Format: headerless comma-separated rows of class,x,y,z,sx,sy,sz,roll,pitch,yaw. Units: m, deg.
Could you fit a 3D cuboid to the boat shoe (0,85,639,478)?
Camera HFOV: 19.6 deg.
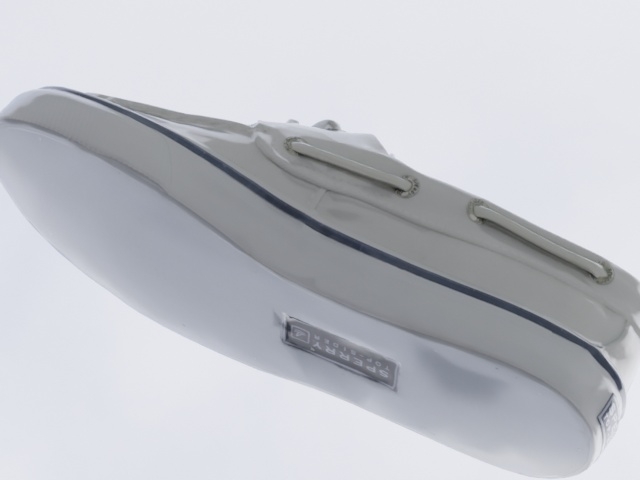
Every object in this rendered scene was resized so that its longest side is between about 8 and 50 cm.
boat shoe,0.000,0.000,0.700,0.258,0.095,0.084,28,-124,7
